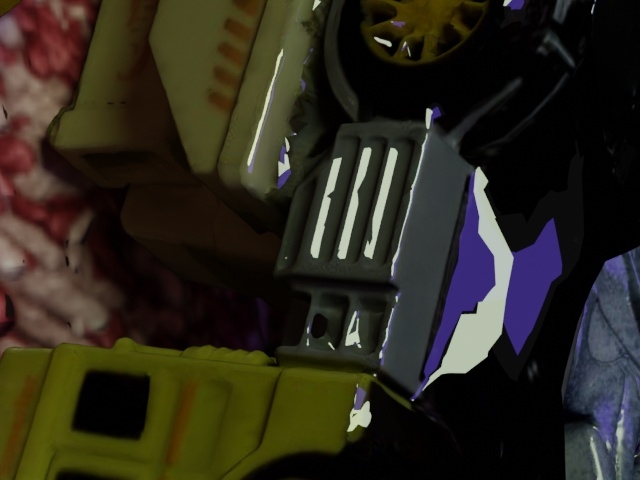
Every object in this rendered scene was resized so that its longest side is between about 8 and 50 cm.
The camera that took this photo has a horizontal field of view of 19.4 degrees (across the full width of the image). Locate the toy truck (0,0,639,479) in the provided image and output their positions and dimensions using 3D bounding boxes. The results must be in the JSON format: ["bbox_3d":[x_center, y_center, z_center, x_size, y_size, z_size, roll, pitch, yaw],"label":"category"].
[{"bbox_3d":[0.000,0.000,0.717,0.180,0.254,0.405,37,62,-52],"label":"toy truck"}]

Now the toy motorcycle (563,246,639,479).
[{"bbox_3d":[0.131,0.047,0.919,0.173,0.108,0.307,-3,81,-49],"label":"toy motorcycle"}]

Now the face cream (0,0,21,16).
[{"bbox_3d":[-0.176,-0.160,0.713,0.182,0.051,0.072,47,50,-25],"label":"face cream"}]
